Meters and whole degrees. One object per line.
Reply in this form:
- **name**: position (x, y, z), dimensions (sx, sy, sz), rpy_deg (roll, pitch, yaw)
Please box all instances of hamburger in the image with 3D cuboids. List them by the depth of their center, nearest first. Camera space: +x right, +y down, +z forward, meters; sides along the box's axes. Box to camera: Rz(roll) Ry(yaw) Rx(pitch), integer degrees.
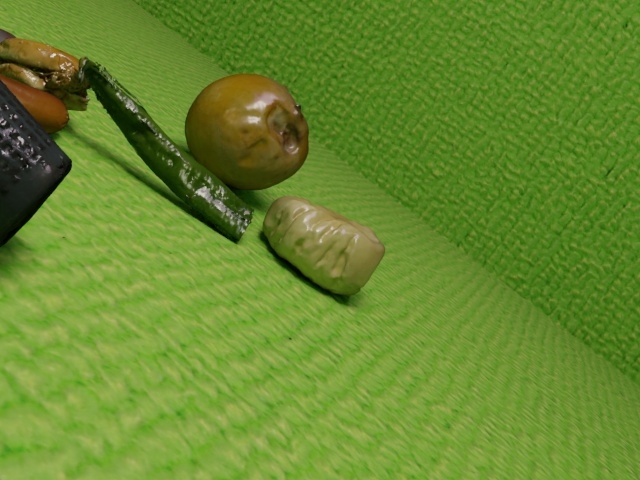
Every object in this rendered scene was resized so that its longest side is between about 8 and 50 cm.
- **hamburger**: position (-0.414, -0.247, 1.105), dimensions (0.147, 0.083, 0.138), rpy_deg (16, 3, 15)

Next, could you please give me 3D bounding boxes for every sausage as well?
- **sausage**: position (-0.412, -0.185, 1.002), dimensions (0.054, 0.062, 0.183), rpy_deg (23, 1, 37)

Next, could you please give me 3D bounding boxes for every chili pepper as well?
- **chili pepper**: position (-0.239, -0.134, 1.127), dimensions (0.359, 0.076, 0.085), rpy_deg (45, 36, -23)

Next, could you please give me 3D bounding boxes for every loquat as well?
- **loquat**: position (-0.144, -0.205, 1.419), dimensions (0.244, 0.244, 0.244), rpy_deg (33, 13, -9)

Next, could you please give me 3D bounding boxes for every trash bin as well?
- **trash bin**: position (-0.323, -0.079, 0.671), dimensions (0.161, 0.175, 0.175), rpy_deg (43, 11, -16)

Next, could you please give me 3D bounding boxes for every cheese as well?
- **cheese**: position (0.000, 0.000, 1.292), dimensions (0.214, 0.117, 0.226), rpy_deg (29, 9, -12)

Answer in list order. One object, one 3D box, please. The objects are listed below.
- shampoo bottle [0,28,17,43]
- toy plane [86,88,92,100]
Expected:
- **shampoo bottle**: position (-0.567, -0.341, 1.200), dimensions (0.080, 0.040, 0.165), rpy_deg (47, 16, 32)
- **toy plane**: position (-0.453, -0.293, 1.319), dimensions (0.102, 0.040, 0.111), rpy_deg (49, 13, 9)
